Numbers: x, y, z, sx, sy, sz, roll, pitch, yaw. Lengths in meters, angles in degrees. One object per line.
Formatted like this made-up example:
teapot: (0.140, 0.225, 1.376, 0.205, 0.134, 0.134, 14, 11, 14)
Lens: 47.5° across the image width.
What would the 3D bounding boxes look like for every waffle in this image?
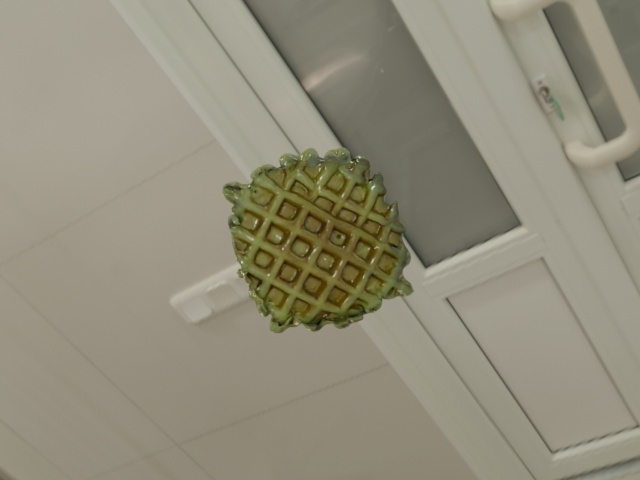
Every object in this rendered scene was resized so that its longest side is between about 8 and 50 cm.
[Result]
waffle: (0.000, 0.000, 0.843, 0.207, 0.214, 0.054, -17, 5, -10)
